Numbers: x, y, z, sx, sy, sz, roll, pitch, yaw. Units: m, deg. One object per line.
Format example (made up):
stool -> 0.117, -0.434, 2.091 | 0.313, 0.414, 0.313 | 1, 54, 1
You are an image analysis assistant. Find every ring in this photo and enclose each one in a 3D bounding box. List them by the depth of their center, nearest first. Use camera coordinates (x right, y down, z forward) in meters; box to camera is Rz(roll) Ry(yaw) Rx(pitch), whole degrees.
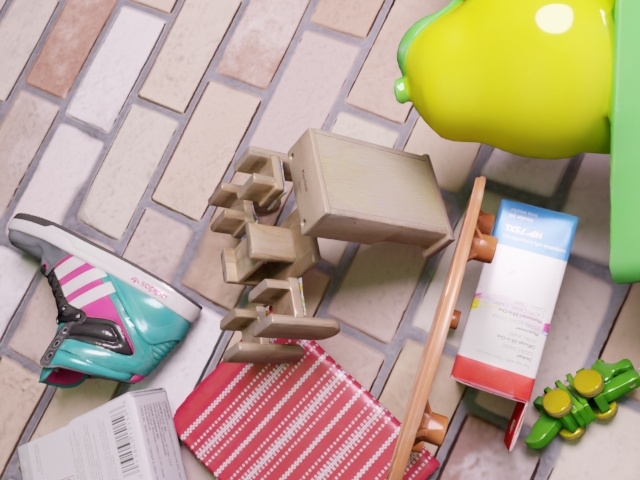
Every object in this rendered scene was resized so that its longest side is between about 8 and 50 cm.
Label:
ring -> 0.107, 0.108, 0.581 | 0.032, 0.336, 0.337 | 16, 82, 12

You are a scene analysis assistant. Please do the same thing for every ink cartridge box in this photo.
ink cartridge box -> 0.192, 0.089, 0.666 | 0.077, 0.134, 0.231 | 16, 82, 17
ink cartridge box -> -0.252, 0.347, 0.773 | 0.238, 0.060, 0.275 | -28, 71, 30

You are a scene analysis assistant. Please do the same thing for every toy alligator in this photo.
toy alligator -> 0.288, 0.151, 0.673 | 0.189, 0.056, 0.051 | -35, 31, 5

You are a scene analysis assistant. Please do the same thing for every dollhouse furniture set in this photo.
dollhouse furniture set -> 0.000, 0.000, 0.718 | 0.242, 0.160, 0.212 | -41, 50, 45

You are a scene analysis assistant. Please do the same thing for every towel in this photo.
towel -> -0.028, 0.232, 0.751 | 0.275, 0.031, 0.199 | 41, 89, 18

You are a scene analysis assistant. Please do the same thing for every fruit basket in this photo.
fruit basket -> 0.270, -0.161, 0.554 | 0.391, 0.282, 0.393 | 21, 124, 36

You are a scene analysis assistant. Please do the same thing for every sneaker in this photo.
sneaker -> -0.315, 0.094, 0.819 | 0.295, 0.124, 0.179 | 25, 76, 18
